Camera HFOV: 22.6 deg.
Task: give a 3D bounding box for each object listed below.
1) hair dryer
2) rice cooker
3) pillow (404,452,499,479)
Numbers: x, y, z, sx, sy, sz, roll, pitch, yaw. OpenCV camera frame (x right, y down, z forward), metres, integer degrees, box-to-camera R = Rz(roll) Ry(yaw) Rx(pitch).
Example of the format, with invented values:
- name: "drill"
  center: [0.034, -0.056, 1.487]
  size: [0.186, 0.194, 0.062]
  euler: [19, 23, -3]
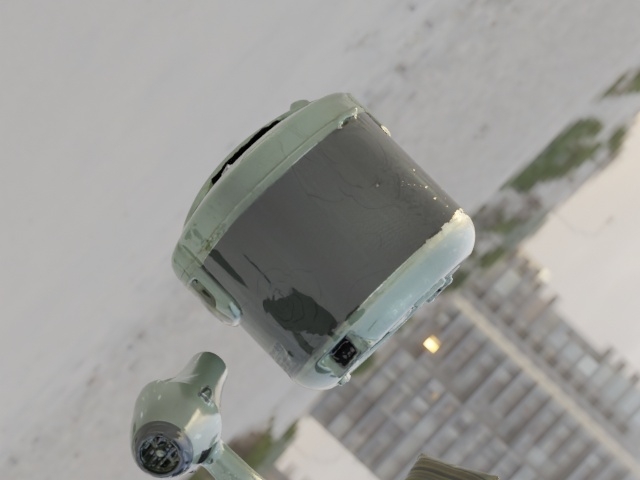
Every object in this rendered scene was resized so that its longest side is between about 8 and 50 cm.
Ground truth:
- name: "hair dryer"
  center: [-0.081, 0.211, 1.618]
  size: [0.092, 0.267, 0.229]
  euler: [-44, -156, 17]
- name: "rice cooker"
  center: [-0.002, -0.002, 1.787]
  size: [0.288, 0.277, 0.288]
  euler: [-45, 174, -6]
- name: "pillow"
  center: [0.124, 0.339, 1.919]
  size: [0.203, 0.113, 0.038]
  euler: [-49, 143, -40]
